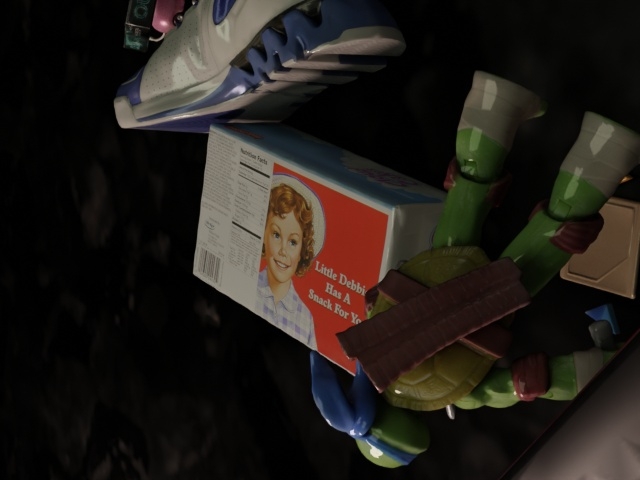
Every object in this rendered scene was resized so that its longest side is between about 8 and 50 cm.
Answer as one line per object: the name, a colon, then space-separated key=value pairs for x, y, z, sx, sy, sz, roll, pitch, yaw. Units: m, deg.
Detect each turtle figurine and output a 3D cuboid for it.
turtle figurine: x=0.133 y=0.038 z=0.807 sx=0.266 sy=0.274 sz=0.198 roll=-66 pitch=22 yaw=7

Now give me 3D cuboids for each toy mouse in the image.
toy mouse: x=-0.144 y=-0.247 z=1.199 sx=0.161 sy=0.031 sz=0.143 roll=8 pitch=102 yaw=51

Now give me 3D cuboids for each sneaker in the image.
sneaker: x=-0.059 y=-0.211 z=1.038 sx=0.315 sy=0.127 sz=0.182 roll=-17 pitch=78 yaw=45

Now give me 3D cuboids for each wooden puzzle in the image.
wooden puzzle: x=0.200 y=0.000 z=0.814 sx=0.078 sy=0.014 sz=0.116 roll=30 pitch=119 yaw=50

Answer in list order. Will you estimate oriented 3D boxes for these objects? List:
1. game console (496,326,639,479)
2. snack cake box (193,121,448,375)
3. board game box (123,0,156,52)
game console: x=0.260 y=0.241 z=0.613 sx=0.386 sy=0.060 sz=0.342 roll=44 pitch=143 yaw=15
snack cake box: x=0.000 y=0.000 z=1.007 sx=0.264 sy=0.089 sz=0.152 roll=28 pitch=115 yaw=46
board game box: x=-0.165 y=-0.290 z=1.143 sx=0.126 sy=0.026 sz=0.186 roll=172 pitch=109 yaw=-80
